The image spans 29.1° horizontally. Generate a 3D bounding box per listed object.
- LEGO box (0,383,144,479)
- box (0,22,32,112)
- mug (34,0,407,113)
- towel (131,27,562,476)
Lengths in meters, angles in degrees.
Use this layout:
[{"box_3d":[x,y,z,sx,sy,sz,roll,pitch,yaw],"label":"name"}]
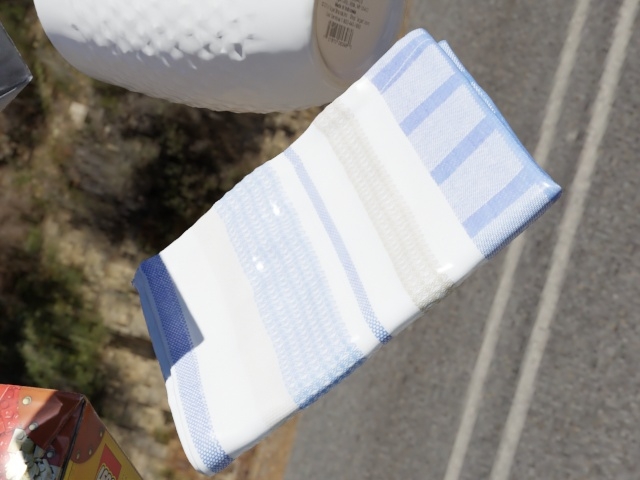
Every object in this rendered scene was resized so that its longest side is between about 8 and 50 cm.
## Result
[{"box_3d":[-0.355,0.325,1.241,0.500,0.372,0.193,75,-157,-56],"label":"LEGO box"},{"box_3d":[-0.314,-0.156,0.711,0.143,0.270,0.165,-33,5,-34],"label":"box"},{"box_3d":[-0.065,-0.255,1.319,0.328,0.374,0.276,18,83,34],"label":"mug"},{"box_3d":[0.000,0.000,0.799,0.285,0.034,0.209,-39,39,12],"label":"towel"}]
